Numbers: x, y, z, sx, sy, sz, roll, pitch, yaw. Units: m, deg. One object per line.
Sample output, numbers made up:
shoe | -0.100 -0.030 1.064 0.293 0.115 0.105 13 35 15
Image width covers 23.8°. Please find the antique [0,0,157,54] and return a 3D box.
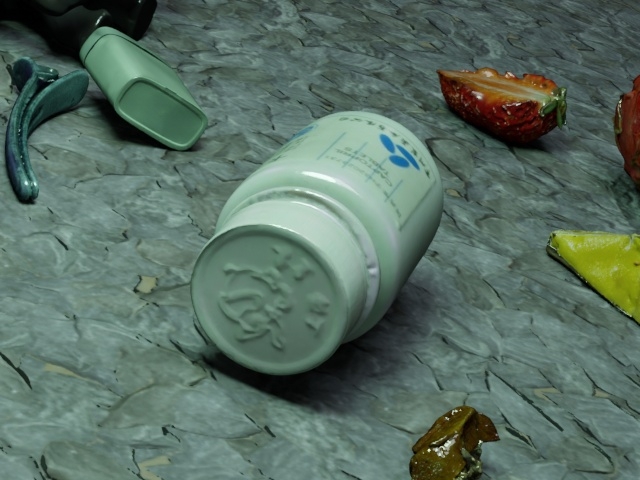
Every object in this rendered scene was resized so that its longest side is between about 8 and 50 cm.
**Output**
antique | -0.328 -0.349 1.849 0.255 0.185 0.322 27 25 4

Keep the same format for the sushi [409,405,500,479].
sushi | 0.100 0.169 1.181 0.052 0.055 0.120 -23 4 22

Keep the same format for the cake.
cake | 0.325 0.043 1.626 0.080 0.116 0.185 0 -2 -43

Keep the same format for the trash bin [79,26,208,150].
trash bin | -0.193 -0.166 1.655 0.116 0.059 0.130 29 14 -37

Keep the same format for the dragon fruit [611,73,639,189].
dragon fruit | 0.485 -0.128 1.871 0.241 0.241 0.252 -2 15 -37

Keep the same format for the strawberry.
strawberry | 0.231 -0.178 1.977 0.187 0.082 0.146 21 18 21

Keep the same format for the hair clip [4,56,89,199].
hair clip | -0.293 -0.110 1.536 0.083 0.048 0.275 16 29 -10

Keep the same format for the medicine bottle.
medicine bottle | 0.000 0.000 1.336 0.170 0.170 0.293 22 26 9
